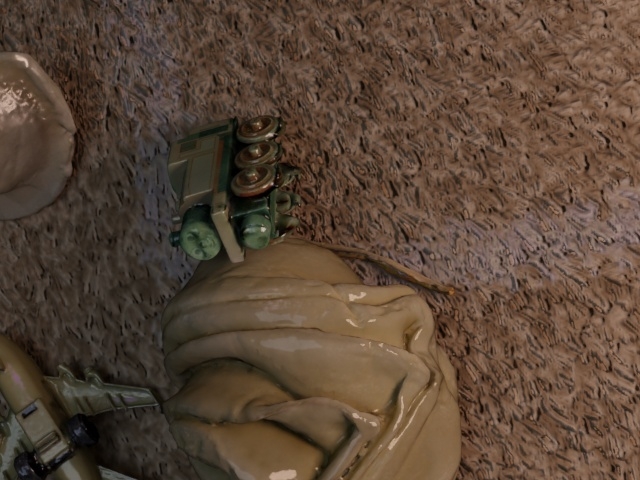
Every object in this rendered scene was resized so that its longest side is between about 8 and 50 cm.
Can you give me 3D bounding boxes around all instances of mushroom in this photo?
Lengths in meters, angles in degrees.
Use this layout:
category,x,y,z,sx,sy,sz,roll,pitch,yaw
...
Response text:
category,x,y,z,sx,sy,sz,roll,pitch,yaw
mushroom,0.000,0.004,1.256,0.286,0.028,0.026,24,58,18

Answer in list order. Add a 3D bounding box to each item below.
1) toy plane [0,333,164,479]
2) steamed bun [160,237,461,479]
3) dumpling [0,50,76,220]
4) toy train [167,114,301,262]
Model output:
category,x,y,z,sx,sy,sz,roll,pitch,yaw
toy plane,-0.287,0.197,1.340,0.229,0.092,0.244,-37,82,3
steamed bun,-0.023,0.135,1.172,0.276,0.203,0.289,-8,88,21
dumpling,-0.340,-0.101,1.334,0.166,0.126,0.216,32,101,-22
toy train,-0.084,-0.048,1.202,0.125,0.194,0.081,-16,122,10
